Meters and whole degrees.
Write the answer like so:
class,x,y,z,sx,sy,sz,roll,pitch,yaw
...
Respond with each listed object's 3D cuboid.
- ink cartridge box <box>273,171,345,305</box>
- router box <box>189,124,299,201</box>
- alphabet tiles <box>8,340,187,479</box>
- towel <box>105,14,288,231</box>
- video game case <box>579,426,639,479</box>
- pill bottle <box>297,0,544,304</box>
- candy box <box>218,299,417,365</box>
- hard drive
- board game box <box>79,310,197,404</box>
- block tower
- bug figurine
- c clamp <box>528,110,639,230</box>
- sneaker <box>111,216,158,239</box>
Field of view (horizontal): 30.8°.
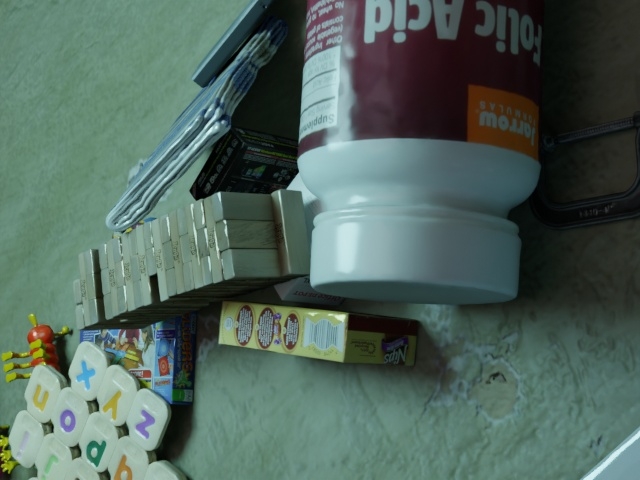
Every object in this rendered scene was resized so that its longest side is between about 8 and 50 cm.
class,x,y,z,sx,sy,sz,roll,pitch,yaw
ink cartridge box,0.000,0.000,1.234,0.143,0.092,0.090,-53,51,26
router box,-0.075,-0.074,1.299,0.038,0.122,0.092,48,115,33
alphabet tiles,-0.286,0.281,1.466,0.284,0.021,0.278,32,108,29
towel,-0.135,-0.137,1.320,0.209,0.034,0.285,-42,15,31
video game case,0.285,0.170,0.795,0.244,0.269,0.061,-49,50,26
pill bottle,0.093,-0.145,1.074,0.224,0.224,0.392,-5,79,44
candy box,-0.005,0.095,1.208,0.186,0.109,0.053,1,84,44
hard drive,-0.100,-0.244,1.377,0.135,0.022,0.094,-49,12,15
board game box,-0.236,0.140,1.479,0.201,0.035,0.136,-6,79,44
block tower,-0.152,0.027,1.260,0.335,0.097,0.091,-19,75,47
bug figurine,-0.445,0.229,1.642,0.279,0.072,0.216,-18,76,36
c clamp,0.253,-0.081,1.054,0.160,0.022,0.137,-18,75,40
sneaker,-0.205,0.015,1.448,0.185,0.069,0.084,9,94,44
